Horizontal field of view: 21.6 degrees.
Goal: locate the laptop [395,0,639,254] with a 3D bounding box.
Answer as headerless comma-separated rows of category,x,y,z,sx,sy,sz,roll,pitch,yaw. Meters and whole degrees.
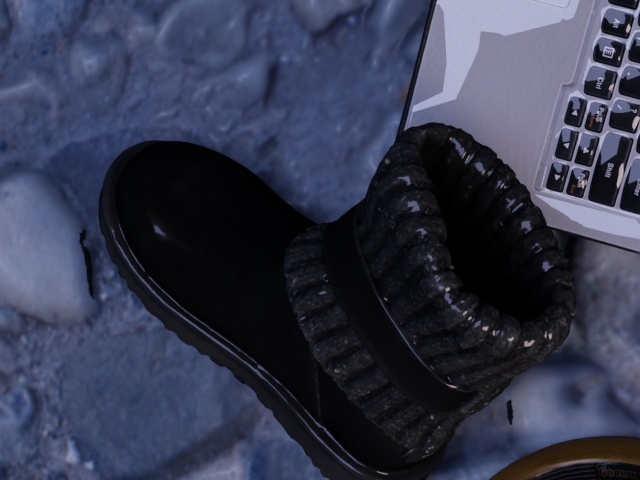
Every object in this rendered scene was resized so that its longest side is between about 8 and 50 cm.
laptop,0.260,-0.142,1.006,0.408,0.236,0.382,16,105,9

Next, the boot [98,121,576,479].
boot,0.003,-0.001,1.154,0.348,0.131,0.260,43,143,12

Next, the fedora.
fedora,0.185,0.212,1.131,0.194,0.194,0.079,-3,121,24
